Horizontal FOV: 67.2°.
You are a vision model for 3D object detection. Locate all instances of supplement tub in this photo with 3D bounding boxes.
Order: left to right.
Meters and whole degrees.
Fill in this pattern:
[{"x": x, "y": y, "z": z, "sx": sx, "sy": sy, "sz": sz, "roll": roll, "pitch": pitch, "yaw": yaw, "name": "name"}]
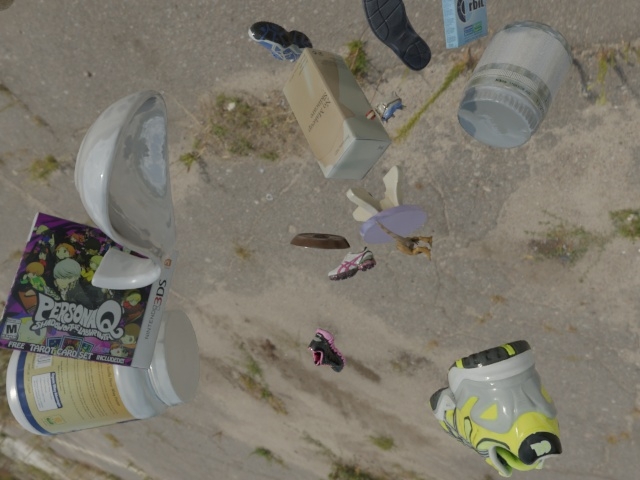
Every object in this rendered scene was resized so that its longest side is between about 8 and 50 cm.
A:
[{"x": -0.434, "y": 0.265, "z": 1.002, "sx": 0.316, "sy": 0.228, "sz": 0.228, "roll": -11, "pitch": 129, "yaw": 3, "name": "supplement tub"}]

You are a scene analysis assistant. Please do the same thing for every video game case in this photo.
[{"x": -0.369, "y": 0.088, "z": 0.786, "sx": 0.232, "sy": 0.210, "sz": 0.041, "roll": 20, "pitch": 161, "yaw": -31, "name": "video game case"}]

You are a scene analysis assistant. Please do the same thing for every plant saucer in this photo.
[{"x": 0.000, "y": 0.000, "z": 1.330, "sx": 0.168, "sy": 0.168, "sz": 0.029, "roll": 7, "pitch": 98, "yaw": 27, "name": "plant saucer"}]

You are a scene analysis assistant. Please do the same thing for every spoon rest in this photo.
[{"x": -0.188, "y": -0.030, "z": 0.491, "sx": 0.084, "sy": 0.137, "sz": 0.276, "roll": 19, "pitch": 143, "yaw": -10, "name": "spoon rest"}]

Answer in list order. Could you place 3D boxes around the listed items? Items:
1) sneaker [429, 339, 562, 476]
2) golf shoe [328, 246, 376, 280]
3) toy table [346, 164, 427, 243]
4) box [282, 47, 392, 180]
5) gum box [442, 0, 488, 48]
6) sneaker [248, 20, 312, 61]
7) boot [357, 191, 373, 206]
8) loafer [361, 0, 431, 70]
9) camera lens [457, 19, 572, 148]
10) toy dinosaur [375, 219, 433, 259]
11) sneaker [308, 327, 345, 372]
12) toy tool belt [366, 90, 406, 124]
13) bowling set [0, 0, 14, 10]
[{"x": 0.256, "y": 0.282, "z": 0.732, "sx": 0.145, "sy": 0.147, "sz": 0.385, "roll": -19, "pitch": 149, "yaw": 4, "name": "sneaker"}, {"x": 0.110, "y": 0.090, "z": 1.790, "sx": 0.186, "sy": 0.086, "sz": 0.067, "roll": -23, "pitch": 157, "yaw": 4, "name": "golf shoe"}, {"x": 0.212, "y": -0.105, "z": 1.580, "sx": 0.252, "sy": 0.274, "sz": 0.161, "roll": -43, "pitch": 62, "yaw": 29, "name": "toy table"}, {"x": 0.034, "y": -0.312, "z": 1.195, "sx": 0.148, "sy": 0.121, "sz": 0.311, "roll": -51, "pitch": 53, "yaw": 41, "name": "box"}, {"x": 0.389, "y": -0.633, "z": 1.300, "sx": 0.041, "sy": 0.157, "sz": 0.184, "roll": 17, "pitch": 130, "yaw": 46, "name": "gum box"}, {"x": -0.115, "y": -0.535, "z": 1.323, "sx": 0.081, "sy": 0.211, "sz": 0.080, "roll": -34, "pitch": 70, "yaw": 39, "name": "sneaker"}, {"x": 0.202, "y": -0.152, "z": 1.900, "sx": 0.118, "sy": 0.087, "sz": 0.042, "roll": -12, "pitch": 152, "yaw": -4, "name": "boot"}, {"x": 0.201, "y": -0.602, "z": 1.353, "sx": 0.109, "sy": 0.095, "sz": 0.302, "roll": -39, "pitch": 130, "yaw": 16, "name": "loafer"}, {"x": 0.509, "y": -0.412, "z": 1.270, "sx": 0.219, "sy": 0.274, "sz": 0.219, "roll": 29, "pitch": 167, "yaw": 7, "name": "camera lens"}, {"x": 0.203, "y": 0.011, "z": 1.134, "sx": 0.112, "sy": 0.064, "sz": 0.211, "roll": 2, "pitch": 165, "yaw": 20, "name": "toy dinosaur"}, {"x": 0.008, "y": 0.223, "z": 0.929, "sx": 0.047, "sy": 0.057, "sz": 0.119, "roll": 10, "pitch": 139, "yaw": 40, "name": "sneaker"}, {"x": 0.145, "y": -0.282, "z": 1.052, "sx": 0.051, "sy": 0.083, "sz": 0.052, "roll": 48, "pitch": 174, "yaw": -3, "name": "toy tool belt"}, {"x": -0.322, "y": -0.406, "z": 0.523, "sx": 0.154, "sy": 0.199, "sz": 0.287, "roll": -135, "pitch": 34, "yaw": -61, "name": "bowling set"}]
